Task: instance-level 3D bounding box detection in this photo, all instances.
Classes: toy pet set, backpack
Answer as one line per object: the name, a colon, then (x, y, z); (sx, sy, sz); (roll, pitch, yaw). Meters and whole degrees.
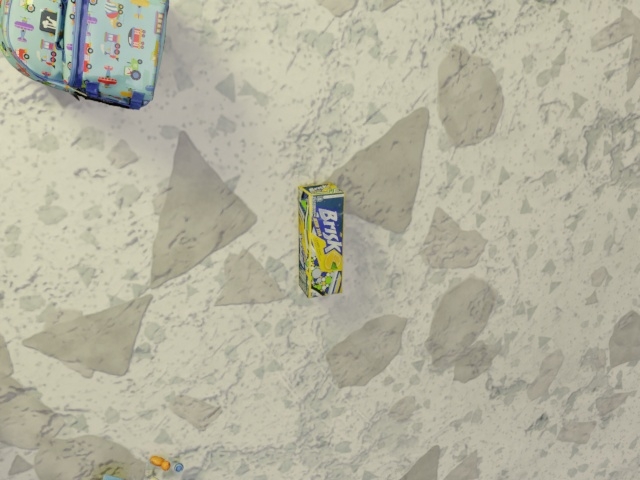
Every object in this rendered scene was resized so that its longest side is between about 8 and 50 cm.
toy pet set: (-0.288, 0.401, 0.906); (0.114, 0.065, 0.122); (22, 78, -10)
backpack: (-0.267, -0.237, 0.649); (0.173, 0.117, 0.158); (11, 105, -24)

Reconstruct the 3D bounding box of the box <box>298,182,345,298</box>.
box: (0.000, 0.000, 0.895); (0.059, 0.054, 0.169); (-8, 114, -20)
